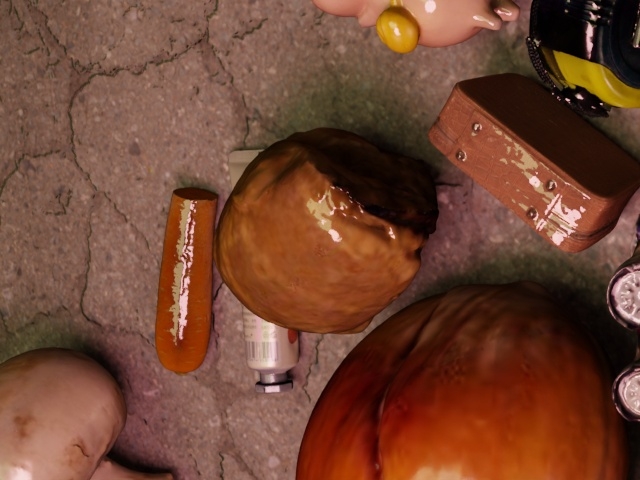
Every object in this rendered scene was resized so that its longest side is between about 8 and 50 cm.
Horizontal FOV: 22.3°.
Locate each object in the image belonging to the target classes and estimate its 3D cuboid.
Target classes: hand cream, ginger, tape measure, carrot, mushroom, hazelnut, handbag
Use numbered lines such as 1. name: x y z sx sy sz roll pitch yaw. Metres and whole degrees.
1. hand cream: -0.060 0.034 1.836 0.095 0.059 0.276 0 96 36
2. ginger: -0.004 -0.001 1.659 0.200 0.269 0.223 26 109 -4
3. tape measure: 0.279 -0.203 1.465 0.112 0.186 0.199 28 116 50
4. carrot: -0.158 0.053 1.897 0.067 0.067 0.225 14 106 31
5. mushroom: -0.326 0.293 1.956 0.290 0.297 0.297 38 122 -6
6. hazelnut: 0.144 0.215 1.584 0.372 0.315 0.372 -24 55 40
7. handbag: 0.212 -0.081 1.563 0.193 0.151 0.072 39 122 19

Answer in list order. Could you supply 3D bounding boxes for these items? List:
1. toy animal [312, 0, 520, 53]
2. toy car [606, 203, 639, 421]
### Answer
1. toy animal: 0.081 -0.268 1.609 0.248 0.165 0.149 34 112 17
2. toy car: 0.357 0.071 1.495 0.158 0.172 0.235 -1 105 20
